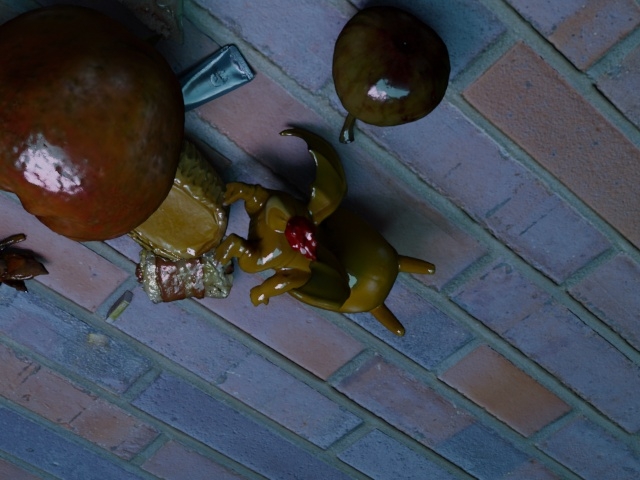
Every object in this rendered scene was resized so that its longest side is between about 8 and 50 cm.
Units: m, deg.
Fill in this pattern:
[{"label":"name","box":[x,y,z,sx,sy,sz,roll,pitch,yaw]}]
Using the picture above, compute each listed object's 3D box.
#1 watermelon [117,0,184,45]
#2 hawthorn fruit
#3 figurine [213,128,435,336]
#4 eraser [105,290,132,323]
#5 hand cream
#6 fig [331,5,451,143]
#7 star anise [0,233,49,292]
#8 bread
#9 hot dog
[{"label":"watermelon","box":[-0.302,-0.420,1.650,0.155,0.080,0.101,28,113,-5]},{"label":"hawthorn fruit","box":[-0.400,-0.211,1.581,0.402,0.403,0.403,0,128,0]},{"label":"figurine","box":[-0.003,0.032,1.805,0.387,0.401,0.268,26,125,-32]},{"label":"eraser","box":[-0.457,0.151,2.108,0.019,0.038,0.083,33,120,-24]},{"label":"hand cream","box":[-0.237,-0.287,1.769,0.224,0.048,0.083,-28,120,15]},{"label":"fig","box":[0.090,-0.272,1.704,0.216,0.217,0.321,22,147,-16]},{"label":"star anise","box":[-0.710,0.056,1.994,0.212,0.111,0.196,4,156,-41]},{"label":"bread","box":[-0.301,-0.083,1.863,0.227,0.142,0.253,-31,124,21]},{"label":"hot dog","box":[-0.292,0.065,2.007,0.213,0.103,0.146,1,108,-11]}]
